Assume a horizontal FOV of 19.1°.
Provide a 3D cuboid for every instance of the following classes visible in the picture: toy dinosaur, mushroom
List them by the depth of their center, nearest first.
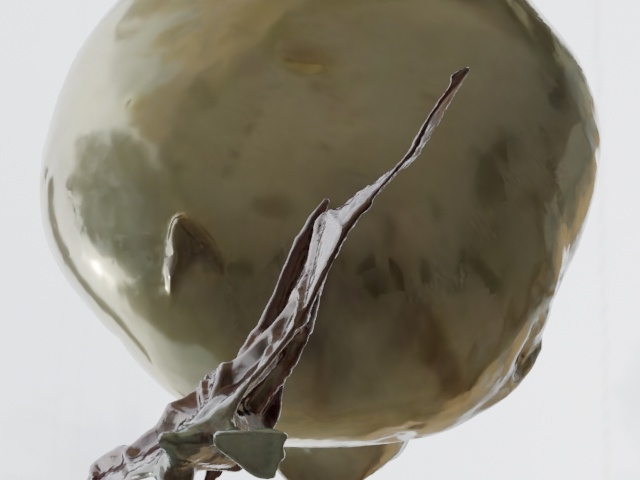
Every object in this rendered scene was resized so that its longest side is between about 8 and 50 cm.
[{"bbox_3d":[-0.025,0.043,0.516,0.032,0.108,0.220,40,-79,-4],"label":"toy dinosaur"},{"bbox_3d":[0.000,0.000,1.046,0.314,0.314,0.336,-27,-34,-23],"label":"mushroom"}]
